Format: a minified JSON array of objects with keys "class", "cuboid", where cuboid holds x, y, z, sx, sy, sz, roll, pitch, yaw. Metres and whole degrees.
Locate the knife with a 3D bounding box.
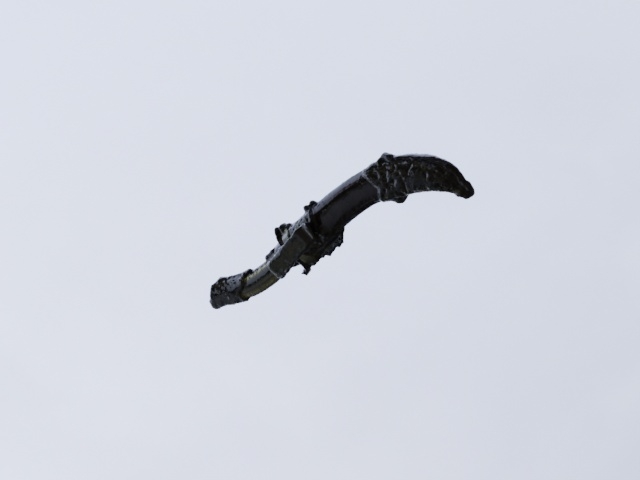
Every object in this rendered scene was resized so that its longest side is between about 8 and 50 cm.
[{"class":"knife","cuboid":[-0.003,-0.006,0.770,0.222,0.046,0.021,-27,7,38]}]
